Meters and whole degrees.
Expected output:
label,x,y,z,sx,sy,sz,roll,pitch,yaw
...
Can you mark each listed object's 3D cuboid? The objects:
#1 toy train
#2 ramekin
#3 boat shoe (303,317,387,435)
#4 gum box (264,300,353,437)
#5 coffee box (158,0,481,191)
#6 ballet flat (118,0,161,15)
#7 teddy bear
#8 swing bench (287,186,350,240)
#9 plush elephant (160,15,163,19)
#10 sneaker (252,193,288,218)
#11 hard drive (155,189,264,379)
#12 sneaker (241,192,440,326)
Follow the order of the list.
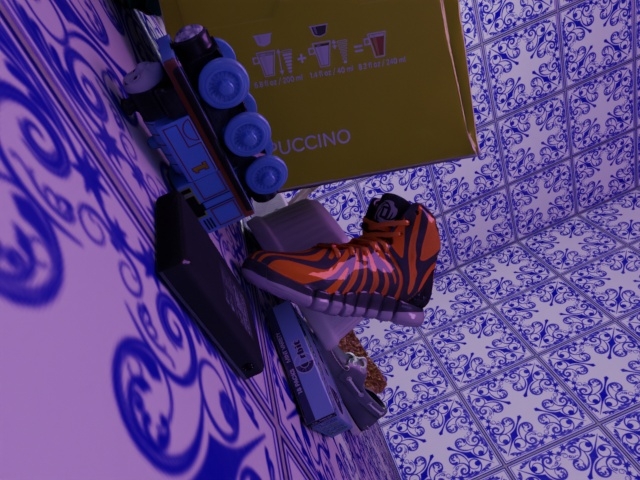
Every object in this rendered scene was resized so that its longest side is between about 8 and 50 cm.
label,x,y,z,sx,sy,sz,roll,pitch,yaw
toy train,-0.101,-0.096,0.437,0.080,0.105,0.184,61,-5,45
ramekin,-0.008,0.049,0.851,0.272,0.127,0.273,57,-6,10
boat shoe,0.055,0.278,1.024,0.116,0.099,0.319,-115,-179,-67
gum box,-0.013,0.187,0.675,0.184,0.041,0.156,66,-1,-61
coffee box,-0.014,-0.248,0.685,0.334,0.338,0.337,-121,-159,-81
ballet flat,-0.243,-0.337,0.614,0.067,0.073,0.206,38,5,-16
teddy bear,0.038,0.269,1.263,0.337,0.113,0.245,58,-8,0
swing bench,0.000,0.000,1.232,0.253,0.165,0.255,46,-7,-7
plush elephant,-0.270,-0.619,0.950,0.255,0.330,0.272,47,13,-18
sneaker,-0.097,-0.021,1.020,0.121,0.079,0.216,-126,-160,-72
hard drive,-0.087,0.036,0.381,0.094,0.022,0.135,-114,-179,-50
sneaker,0.046,0.011,0.669,0.321,0.180,0.125,15,2,-41
